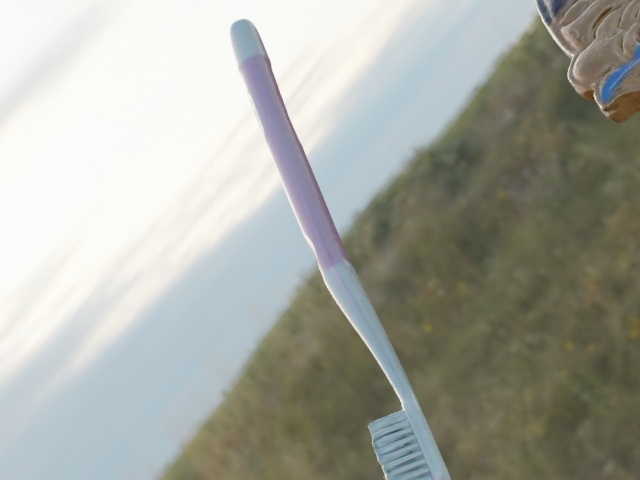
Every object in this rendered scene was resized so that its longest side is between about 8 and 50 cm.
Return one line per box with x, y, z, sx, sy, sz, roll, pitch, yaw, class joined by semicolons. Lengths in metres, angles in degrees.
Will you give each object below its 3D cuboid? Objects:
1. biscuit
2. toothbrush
0.256;-0.164;1.472;0.183;0.043;0.280;-42;39;-13;biscuit
0.000;0.000;0.864;0.025;0.286;0.020;-21;-40;-1;toothbrush
